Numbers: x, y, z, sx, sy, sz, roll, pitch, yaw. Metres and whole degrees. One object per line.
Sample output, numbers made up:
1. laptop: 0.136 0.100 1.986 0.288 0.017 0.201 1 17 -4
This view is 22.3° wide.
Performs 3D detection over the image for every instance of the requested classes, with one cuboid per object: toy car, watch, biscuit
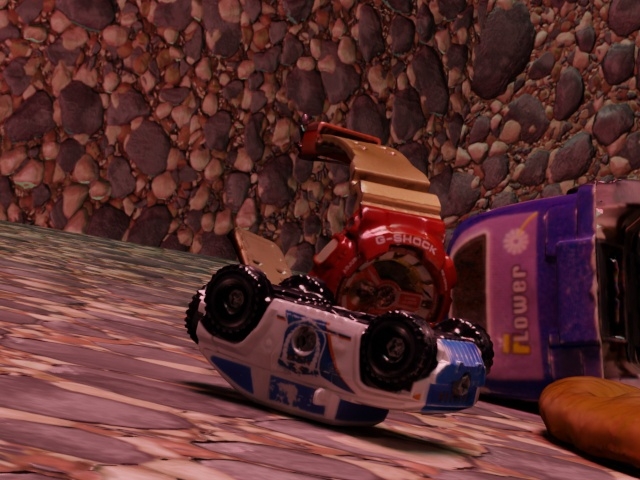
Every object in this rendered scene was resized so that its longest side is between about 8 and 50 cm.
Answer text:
1. toy car: 0.186 0.052 1.240 0.158 0.172 0.235 -4 -10 23
2. watch: 0.004 -0.002 1.148 0.102 0.165 0.268 11 22 -23
3. biscuit: 0.227 0.118 0.941 0.154 0.045 0.299 10 1 -36
4. toy car: 0.003 0.058 0.862 0.171 0.070 0.080 14 2 32
